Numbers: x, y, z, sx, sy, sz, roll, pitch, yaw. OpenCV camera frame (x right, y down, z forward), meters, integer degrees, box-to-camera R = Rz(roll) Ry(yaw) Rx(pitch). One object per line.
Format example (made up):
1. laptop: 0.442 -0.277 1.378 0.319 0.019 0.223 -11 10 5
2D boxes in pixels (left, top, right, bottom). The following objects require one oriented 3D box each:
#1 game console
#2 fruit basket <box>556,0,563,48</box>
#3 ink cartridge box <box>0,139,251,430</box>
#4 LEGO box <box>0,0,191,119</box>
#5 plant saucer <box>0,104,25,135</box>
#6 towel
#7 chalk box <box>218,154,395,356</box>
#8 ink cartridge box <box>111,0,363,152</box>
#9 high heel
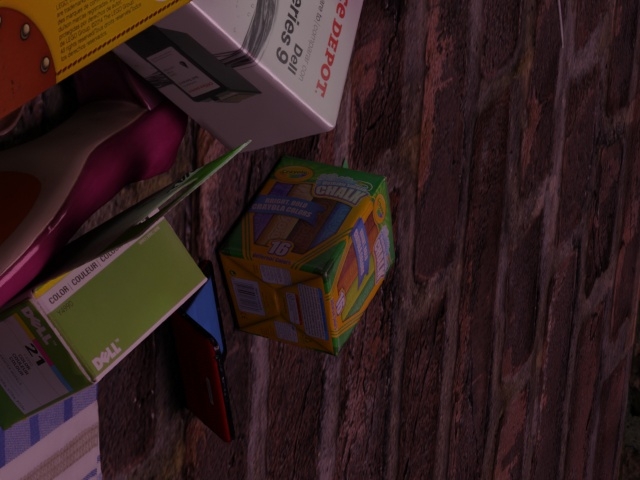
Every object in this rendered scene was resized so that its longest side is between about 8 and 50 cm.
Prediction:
1. game console: -0.106 0.116 1.892 0.085 0.124 0.144 -29 133 -25
2. fruit basket: 0.136 -0.361 1.219 0.327 0.165 0.353 -99 -177 -48
3. ink cartridge box: -0.164 0.038 1.506 0.097 0.255 0.189 57 38 -9
4. LEGO box: -0.215 -0.270 1.094 0.500 0.372 0.193 -43 139 -53
5. plant saucer: -0.273 -0.176 1.371 0.198 0.036 0.198 -7 90 -76
6. towel: -0.263 0.249 1.661 0.209 0.034 0.285 -38 135 -58
7. chalk box: 0.000 0.000 2.004 0.213 0.132 0.132 -57 150 -38
8. ink cartridge box: -0.094 -0.240 1.537 0.289 0.121 0.211 39 53 -40
9. high heel: -0.212 -0.021 1.530 0.377 0.127 0.181 -58 147 -36
